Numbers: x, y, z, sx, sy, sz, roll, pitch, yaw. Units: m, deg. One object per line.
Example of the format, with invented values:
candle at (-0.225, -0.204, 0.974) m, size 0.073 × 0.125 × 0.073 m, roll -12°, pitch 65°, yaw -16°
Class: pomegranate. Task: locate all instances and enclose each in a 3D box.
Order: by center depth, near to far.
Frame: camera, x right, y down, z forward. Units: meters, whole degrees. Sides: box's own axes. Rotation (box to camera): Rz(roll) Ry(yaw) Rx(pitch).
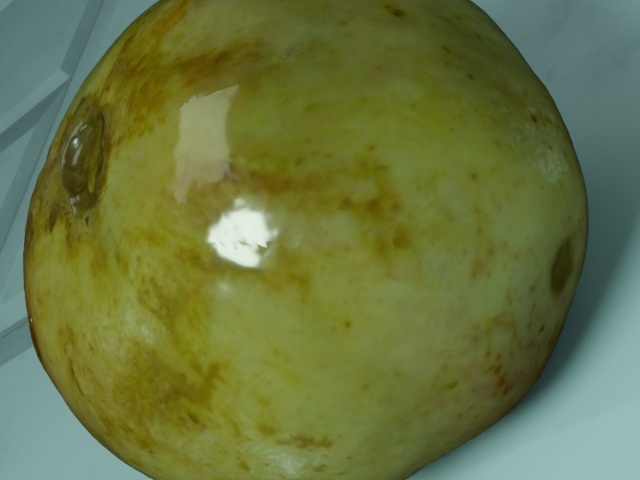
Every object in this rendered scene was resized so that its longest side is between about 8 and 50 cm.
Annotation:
pomegranate at (0.000, 0.000, 0.858) m, size 0.338 × 0.338 × 0.338 m, roll -39°, pitch 29°, yaw 27°
